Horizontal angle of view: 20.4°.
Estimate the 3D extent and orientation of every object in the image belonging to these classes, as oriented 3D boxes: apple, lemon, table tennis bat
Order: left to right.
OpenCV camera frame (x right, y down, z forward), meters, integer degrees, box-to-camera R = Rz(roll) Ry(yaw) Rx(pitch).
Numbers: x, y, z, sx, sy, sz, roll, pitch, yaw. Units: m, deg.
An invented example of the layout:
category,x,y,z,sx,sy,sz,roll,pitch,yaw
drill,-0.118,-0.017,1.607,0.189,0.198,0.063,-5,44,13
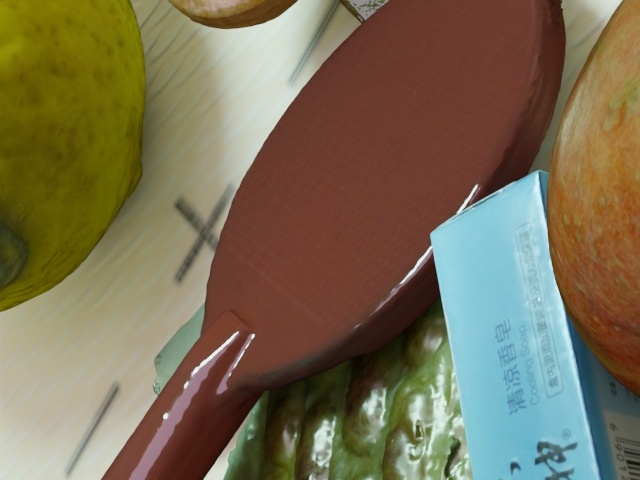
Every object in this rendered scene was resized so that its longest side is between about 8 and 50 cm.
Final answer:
category,x,y,z,sx,sy,sz,roll,pitch,yaw
lemon,-0.291,-0.105,1.297,0.350,0.349,0.387,-54,39,20
table tennis bat,0.000,0.000,1.072,0.415,0.051,0.268,-55,28,-1
apple,0.215,-0.035,0.776,0.253,0.253,0.254,-19,63,43

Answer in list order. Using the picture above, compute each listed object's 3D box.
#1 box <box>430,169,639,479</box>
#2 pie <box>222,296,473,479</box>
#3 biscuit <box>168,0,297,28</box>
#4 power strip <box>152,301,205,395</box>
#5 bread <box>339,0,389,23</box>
category,x,y,z,sx,sy,sz,roll,pitch,yaw
box,0.145,0.095,0.885,0.083,0.142,0.232,-33,54,37
pie,0.030,0.142,1.028,0.306,0.071,0.306,-36,44,45
biscuit,0.017,-0.261,1.145,0.324,0.049,0.205,-38,70,16
power strip,-0.043,0.055,1.196,0.227,0.029,0.080,-48,48,25
bread,0.034,-0.203,1.215,0.139,0.084,0.074,45,113,13
